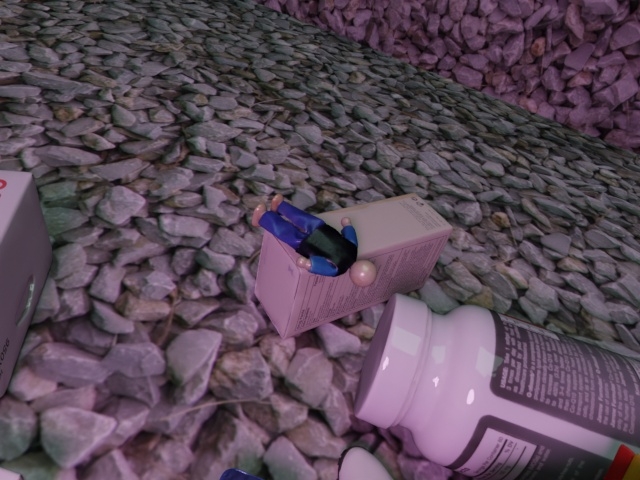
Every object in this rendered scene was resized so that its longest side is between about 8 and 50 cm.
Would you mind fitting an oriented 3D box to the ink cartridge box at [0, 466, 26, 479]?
[{"bbox_3d":[-0.410,0.269,0.395,0.237,0.100,0.172,16,40,0],"label":"ink cartridge box"}]

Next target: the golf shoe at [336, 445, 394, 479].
[{"bbox_3d":[0.079,0.313,0.512,0.077,0.094,0.198,-5,42,-22],"label":"golf shoe"}]

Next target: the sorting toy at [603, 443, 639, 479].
[{"bbox_3d":[0.264,0.320,0.431,0.257,0.255,0.089,-11,15,-11],"label":"sorting toy"}]

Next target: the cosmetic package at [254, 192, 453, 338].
[{"bbox_3d":[0.057,0.034,0.780,0.309,0.160,0.113,-13,47,-31],"label":"cosmetic package"}]

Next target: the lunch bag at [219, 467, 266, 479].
[{"bbox_3d":[-0.075,0.303,0.495,0.098,0.065,0.067,19,24,6],"label":"lunch bag"}]

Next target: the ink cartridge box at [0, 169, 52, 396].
[{"bbox_3d":[-0.581,0.043,0.553,0.395,0.166,0.285,2,42,-16],"label":"ink cartridge box"}]

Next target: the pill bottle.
[{"bbox_3d":[0.242,0.206,0.597,0.363,0.210,0.210,20,40,4],"label":"pill bottle"}]

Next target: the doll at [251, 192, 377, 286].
[{"bbox_3d":[0.000,0.000,0.641,0.189,0.046,0.129,34,44,21],"label":"doll"}]
